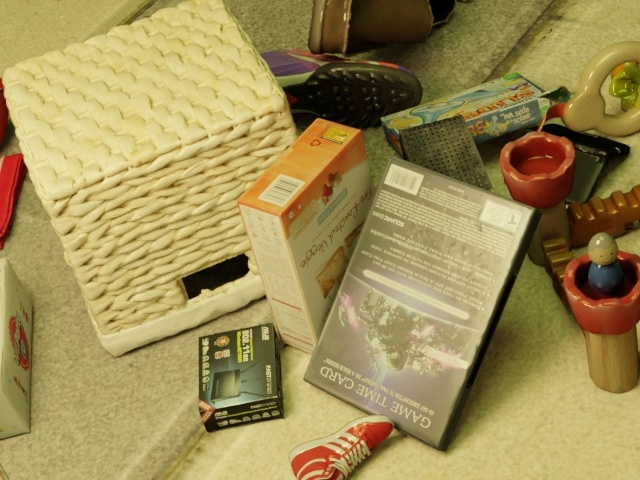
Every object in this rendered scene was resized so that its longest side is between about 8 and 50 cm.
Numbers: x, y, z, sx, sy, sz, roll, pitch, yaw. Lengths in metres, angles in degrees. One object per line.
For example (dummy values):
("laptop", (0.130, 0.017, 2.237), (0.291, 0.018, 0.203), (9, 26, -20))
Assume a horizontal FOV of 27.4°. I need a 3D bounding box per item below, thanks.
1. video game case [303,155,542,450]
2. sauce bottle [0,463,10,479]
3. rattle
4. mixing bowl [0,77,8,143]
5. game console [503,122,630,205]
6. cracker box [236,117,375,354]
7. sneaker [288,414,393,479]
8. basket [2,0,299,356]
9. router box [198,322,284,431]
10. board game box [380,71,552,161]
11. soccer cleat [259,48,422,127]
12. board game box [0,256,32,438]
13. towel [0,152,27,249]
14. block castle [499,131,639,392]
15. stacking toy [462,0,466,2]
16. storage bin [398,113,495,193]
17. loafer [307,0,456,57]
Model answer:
("video game case", (0.106, 0.064, 1.429), (0.196, 0.026, 0.274), (23, 94, 36))
("sauce bottle", (-0.461, 0.355, 1.346), (0.344, 0.111, 0.111), (-29, 43, -15))
("rattle", (0.337, -0.202, 1.694), (0.200, 0.130, 0.142), (-21, 48, -8))
("mixing bowl", (-0.533, -0.168, 1.930), (0.181, 0.098, 0.181), (-11, 20, 4))
("game console", (0.315, -0.098, 1.675), (0.122, 0.071, 0.107), (22, 24, 34))
("cracker box", (0.000, 0.000, 1.498), (0.067, 0.232, 0.155), (20, 52, 32))
("sneaker", (0.028, 0.230, 1.381), (0.118, 0.042, 0.067), (-24, 38, 2))
("basket", (-0.190, -0.097, 1.642), (0.328, 0.266, 0.331), (-22, 40, -6))
("router box", (-0.092, 0.155, 1.503), (0.092, 0.038, 0.122), (-11, 42, 4))
("board game box", (0.191, -0.162, 1.734), (0.201, 0.035, 0.136), (-19, 22, -4))
("soccer cleat", (-0.008, -0.227, 1.846), (0.318, 0.108, 0.116), (-2, 45, 20))
("board game box", (-0.509, 0.160, 1.585), (0.303, 0.097, 0.224), (-15, 42, 3))
("towel", (-0.560, -0.044, 1.873), (0.275, 0.031, 0.199), (-8, 41, 9))
("block castle", (0.450, -0.044, 1.423), (0.453, 0.213, 0.303), (-16, 42, -1))
("stacking toy", (0.173, -0.453, 2.077), (0.221, 0.052, 0.167), (13, 49, 29))
("storage bin", (0.158, -0.053, 1.590), (0.084, 0.122, 0.180), (-15, 41, 0))
("loafer", (0.097, -0.338, 1.847), (0.130, 0.133, 0.366), (17, 27, 20))
